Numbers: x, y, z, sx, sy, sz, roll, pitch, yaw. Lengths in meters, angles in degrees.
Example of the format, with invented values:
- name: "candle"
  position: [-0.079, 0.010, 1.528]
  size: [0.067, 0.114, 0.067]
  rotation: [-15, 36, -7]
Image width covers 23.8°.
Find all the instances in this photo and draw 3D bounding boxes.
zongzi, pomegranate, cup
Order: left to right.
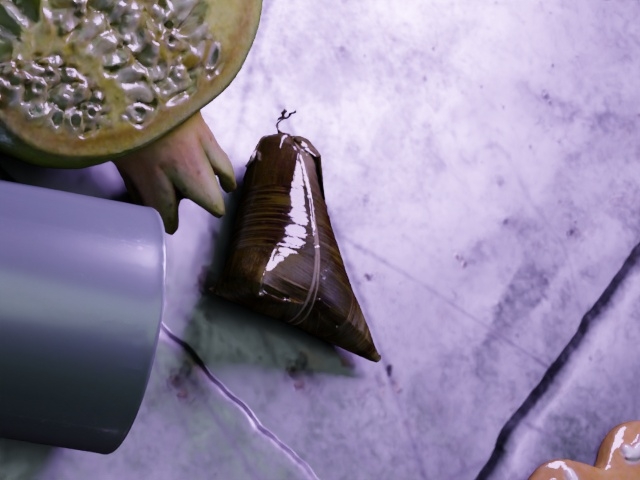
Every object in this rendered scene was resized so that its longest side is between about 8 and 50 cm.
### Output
- name: "cup"
  position: [-0.294, 0.044, 1.194]
  size: [0.312, 0.205, 0.205]
  rotation: [12, 71, -19]
- name: "pomegranate"
  position: [-0.202, -0.174, 1.305]
  size: [0.310, 0.216, 0.358]
  rotation: [-41, 125, -28]
- name: "zongzi"
  position: [0.000, 0.000, 1.416]
  size: [0.184, 0.084, 0.187]
  rotation: [27, 61, -31]

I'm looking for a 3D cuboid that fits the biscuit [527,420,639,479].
- name: "biscuit"
  position: [0.345, 0.345, 1.491]
  size: [0.216, 0.047, 0.339]
  rotation: [-24, 86, -27]
